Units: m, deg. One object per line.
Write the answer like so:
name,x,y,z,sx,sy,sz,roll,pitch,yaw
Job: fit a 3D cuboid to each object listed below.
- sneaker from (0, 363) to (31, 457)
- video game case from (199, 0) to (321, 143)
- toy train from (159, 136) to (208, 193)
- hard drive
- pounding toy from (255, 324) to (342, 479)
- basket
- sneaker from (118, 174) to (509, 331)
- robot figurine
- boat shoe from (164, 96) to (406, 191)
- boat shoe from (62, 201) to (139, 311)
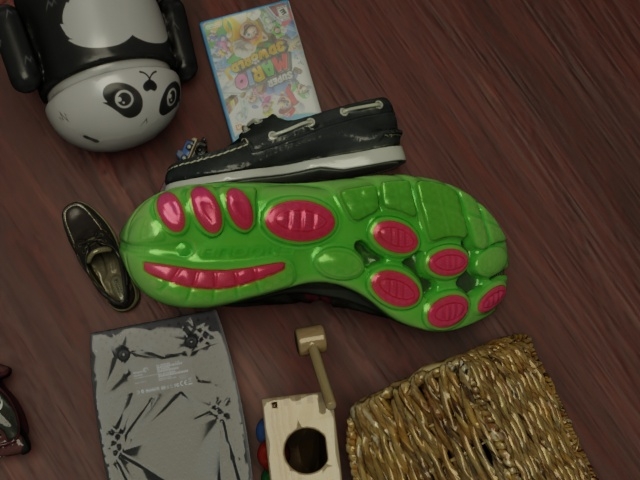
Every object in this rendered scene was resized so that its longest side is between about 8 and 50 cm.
sneaker,-0.427,0.263,1.596,0.162,0.106,0.281,12,79,-3
video game case,-0.075,-0.213,1.736,0.119,0.015,0.166,-15,81,-5
toy train,-0.182,-0.059,1.701,0.036,0.027,0.158,22,80,13
hard drive,-0.176,0.222,1.635,0.172,0.054,0.255,-11,80,-4
pounding toy,-0.031,0.204,1.579,0.094,0.181,0.206,-6,80,-3
basket,0.184,0.289,1.616,0.213,0.223,0.299,-30,81,27
sneaker,0.000,0.000,1.618,0.482,0.202,0.185,8,94,-18
robot figurine,-0.269,-0.245,1.655,0.209,0.173,0.278,-17,80,3
boat shoe,-0.048,-0.110,1.676,0.302,0.114,0.091,-9,81,-16
boat shoe,-0.268,0.015,1.671,0.056,0.049,0.152,-33,82,-7
